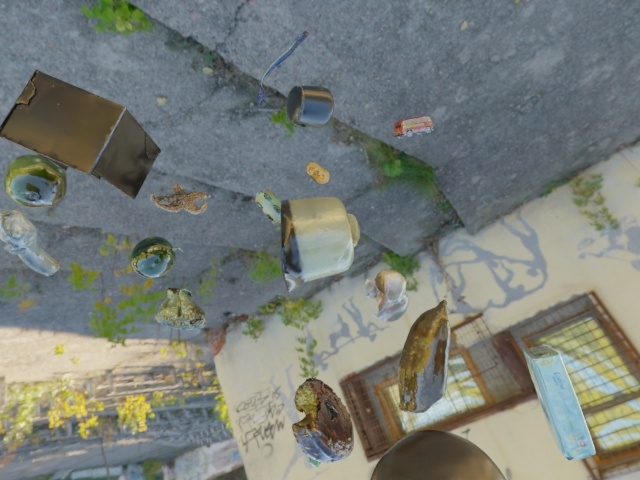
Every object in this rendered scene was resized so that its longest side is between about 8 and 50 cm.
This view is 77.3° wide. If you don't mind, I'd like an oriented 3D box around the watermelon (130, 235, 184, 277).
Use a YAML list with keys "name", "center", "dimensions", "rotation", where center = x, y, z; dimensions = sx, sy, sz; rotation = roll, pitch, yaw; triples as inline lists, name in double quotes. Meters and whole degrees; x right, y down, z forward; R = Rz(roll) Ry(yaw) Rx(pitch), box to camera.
- name: "watermelon"
  center: [-0.747, 0.071, 1.820]
  dimensions: [0.215, 0.188, 0.188]
  rotation: [-20, 153, -2]

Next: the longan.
- name: "longan"
  center: [0.194, 0.452, 0.650]
  dimensions: [0.258, 0.258, 0.258]
  rotation: [-17, 153, -9]

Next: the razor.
- name: "razor"
  center: [-0.154, -0.673, 1.521]
  dimensions: [0.056, 0.093, 0.324]
  rotation: [36, 88, -18]

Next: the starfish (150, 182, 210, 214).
- name: "starfish"
  center: [-0.484, -0.141, 1.411]
  dimensions: [0.210, 0.150, 0.053]
  rotation: [-22, 161, -41]

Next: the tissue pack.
- name: "tissue pack"
  center: [0.656, 0.436, 1.110]
  dimensions: [0.089, 0.263, 0.177]
  rotation: [-16, 169, 15]

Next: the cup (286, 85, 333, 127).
- name: "cup"
  center: [-0.058, -0.559, 1.718]
  dimensions: [0.176, 0.169, 0.223]
  rotation: [-4, 161, -33]

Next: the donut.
- name: "donut"
  center: [0.002, 0.515, 1.139]
  dimensions: [0.096, 0.230, 0.216]
  rotation: [-37, 127, 14]

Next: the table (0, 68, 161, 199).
- name: "table"
  center: [-0.634, -0.267, 1.100]
  dimensions: [0.250, 0.196, 0.282]
  rotation: [22, 170, -1]

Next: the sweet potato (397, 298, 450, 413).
- name: "sweet potato"
  center: [0.335, 0.366, 1.287]
  dimensions: [0.158, 0.369, 0.158]
  rotation: [9, 174, 1]

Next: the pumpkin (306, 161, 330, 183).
- name: "pumpkin"
  center: [-0.010, -0.211, 1.254]
  dimensions: [0.050, 0.083, 0.028]
  rotation: [-50, -166, -10]

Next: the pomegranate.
- name: "pomegranate"
  center: [-0.926, -0.211, 1.310]
  dimensions: [0.180, 0.209, 0.180]
  rotation: [-13, 148, -8]

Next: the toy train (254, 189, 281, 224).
- name: "toy train"
  center: [-0.227, -0.159, 1.870]
  dimensions: [0.072, 0.188, 0.099]
  rotation: [-49, 161, 27]

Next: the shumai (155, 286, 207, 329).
- name: "shumai"
  center: [-0.488, 0.240, 1.453]
  dimensions: [0.184, 0.142, 0.184]
  rotation: [12, 178, 0]

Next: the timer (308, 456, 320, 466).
- name: "timer"
  center: [0.014, 0.663, 1.313]
  dimensions: [0.140, 0.047, 0.128]
  rotation: [-7, 120, -64]

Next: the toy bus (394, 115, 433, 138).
- name: "toy bus"
  center: [0.401, -0.489, 1.719]
  dimensions: [0.174, 0.077, 0.079]
  rotation: [-17, -167, -22]

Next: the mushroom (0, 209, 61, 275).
- name: "mushroom"
  center: [-0.875, 0.013, 1.199]
  dimensions: [0.096, 0.099, 0.278]
  rotation: [-8, 142, -13]

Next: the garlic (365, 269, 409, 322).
- name: "garlic"
  center: [0.196, 0.161, 1.158]
  dimensions: [0.124, 0.099, 0.174]
  rotation: [-4, 128, 1]

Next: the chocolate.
- name: "chocolate"
  center: [0.000, 0.000, 1.449]
  dimensions: [0.297, 0.326, 0.314]
  rotation: [-1, 154, 1]
